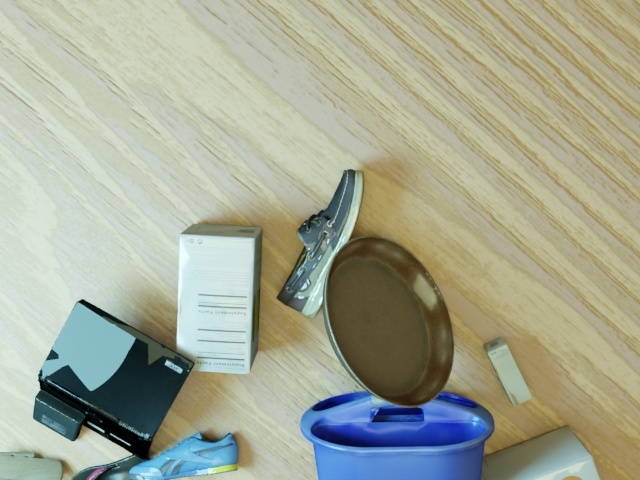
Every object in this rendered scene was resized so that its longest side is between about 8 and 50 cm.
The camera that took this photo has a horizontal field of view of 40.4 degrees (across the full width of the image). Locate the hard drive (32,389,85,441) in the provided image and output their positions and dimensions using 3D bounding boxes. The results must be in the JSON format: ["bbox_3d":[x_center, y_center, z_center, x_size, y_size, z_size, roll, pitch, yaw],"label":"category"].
[{"bbox_3d":[-0.486,0.326,1.609,0.094,0.135,0.022,31,58,-3],"label":"hard drive"}]

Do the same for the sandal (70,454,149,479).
[{"bbox_3d":[-0.411,0.459,1.664,0.179,0.040,0.067,-25,97,4],"label":"sandal"}]

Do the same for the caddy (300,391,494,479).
[{"bbox_3d":[0.135,0.352,1.543,0.341,0.241,0.179,-1,104,1],"label":"caddy"}]

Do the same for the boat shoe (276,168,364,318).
[{"bbox_3d":[0.000,0.000,1.568,0.092,0.103,0.285,19,103,-6],"label":"boat shoe"}]

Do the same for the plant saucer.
[{"bbox_3d":[0.112,0.142,1.519,0.050,0.310,0.310,-28,98,42],"label":"plant saucer"}]

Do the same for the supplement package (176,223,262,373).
[{"bbox_3d":[-0.179,0.101,1.564,0.134,0.139,0.244,3,100,2],"label":"supplement package"}]

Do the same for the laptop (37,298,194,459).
[{"bbox_3d":[-0.375,0.260,1.578,0.234,0.264,0.136,30,61,1],"label":"laptop"}]

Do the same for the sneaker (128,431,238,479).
[{"bbox_3d":[-0.260,0.409,1.645,0.209,0.069,0.082,-9,79,-1],"label":"sneaker"}]

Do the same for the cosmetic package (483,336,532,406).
[{"bbox_3d":[0.347,0.242,1.613,0.041,0.060,0.115,-26,95,5],"label":"cosmetic package"}]

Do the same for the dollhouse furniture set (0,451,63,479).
[{"bbox_3d":[-0.543,0.611,1.640,0.198,0.286,0.303,11,125,-23],"label":"dollhouse furniture set"}]

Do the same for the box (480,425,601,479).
[{"bbox_3d":[0.351,0.518,1.595,0.345,0.168,0.215,-21,96,4],"label":"box"}]
